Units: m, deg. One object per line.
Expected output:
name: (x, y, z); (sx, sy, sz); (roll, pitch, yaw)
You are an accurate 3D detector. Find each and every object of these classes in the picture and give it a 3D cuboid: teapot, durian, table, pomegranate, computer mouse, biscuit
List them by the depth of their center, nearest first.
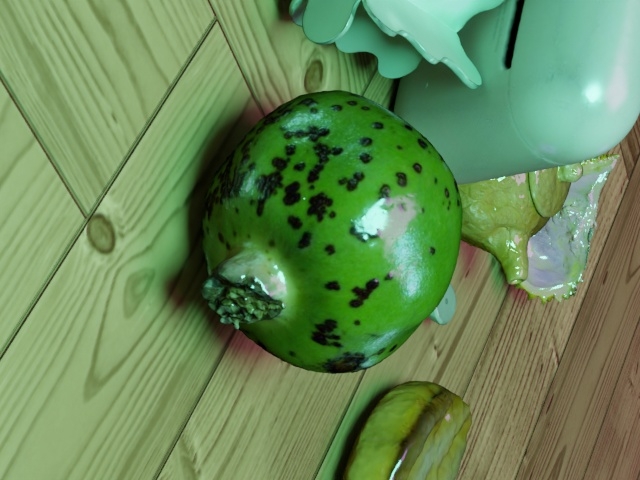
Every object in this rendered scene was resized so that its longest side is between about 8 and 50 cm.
pomegranate: (0.000, 0.000, 1.362); (0.270, 0.254, 0.254); (-38, 129, -40)
table: (0.081, -0.236, 1.484); (0.198, 0.166, 0.167); (23, 75, -50)
biscuit: (0.087, 0.277, 1.709); (0.274, 0.091, 0.213); (-64, 148, -28)
computer mouse: (0.127, 0.049, 1.796); (0.056, 0.032, 0.110); (-50, 127, -47)
teapot: (0.238, -0.102, 1.826); (0.203, 0.167, 0.311); (20, 77, -60)
durian: (0.307, -0.029, 2.006); (0.165, 0.132, 0.182); (-36, 139, -39)

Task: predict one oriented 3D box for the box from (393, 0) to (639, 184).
box: (0.215, -0.208, 1.610); (0.141, 0.349, 0.289); (22, 75, -27)
